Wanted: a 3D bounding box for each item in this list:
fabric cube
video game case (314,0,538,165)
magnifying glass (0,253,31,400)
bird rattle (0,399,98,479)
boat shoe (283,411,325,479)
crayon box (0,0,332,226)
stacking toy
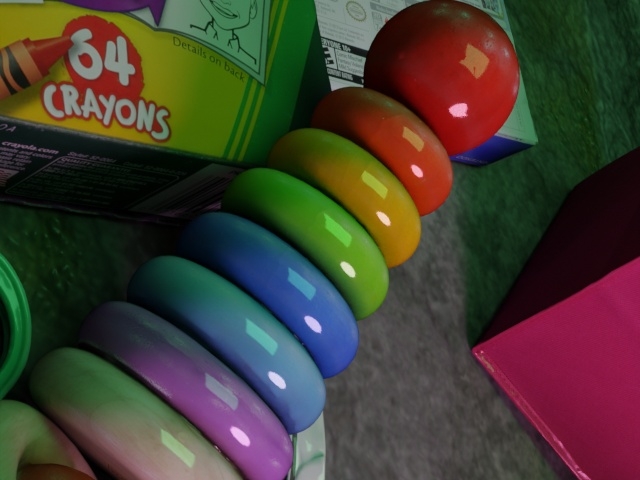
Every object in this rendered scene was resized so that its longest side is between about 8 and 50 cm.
[{"bbox_3d":[0.323,0.057,1.064,0.254,0.259,0.258,51,41,-7],"label":"fabric cube"},{"bbox_3d":[0.041,-0.195,1.057,0.269,0.061,0.244,9,66,-45],"label":"video game case"},{"bbox_3d":[-0.198,0.097,0.679,0.092,0.026,0.231,32,51,-33],"label":"magnifying glass"},{"bbox_3d":[-0.132,0.167,0.623,0.253,0.143,0.207,48,14,-44],"label":"bird rattle"},{"bbox_3d":[-0.038,0.094,0.825,0.070,0.078,0.219,1,72,-11],"label":"boat shoe"},{"bbox_3d":[-0.165,-0.182,0.793,0.363,0.106,0.313,8,65,-45],"label":"crayon box"},{"bbox_3d":[0.000,0.000,0.751,0.141,0.141,0.330,47,72,-20],"label":"stacking toy"}]
